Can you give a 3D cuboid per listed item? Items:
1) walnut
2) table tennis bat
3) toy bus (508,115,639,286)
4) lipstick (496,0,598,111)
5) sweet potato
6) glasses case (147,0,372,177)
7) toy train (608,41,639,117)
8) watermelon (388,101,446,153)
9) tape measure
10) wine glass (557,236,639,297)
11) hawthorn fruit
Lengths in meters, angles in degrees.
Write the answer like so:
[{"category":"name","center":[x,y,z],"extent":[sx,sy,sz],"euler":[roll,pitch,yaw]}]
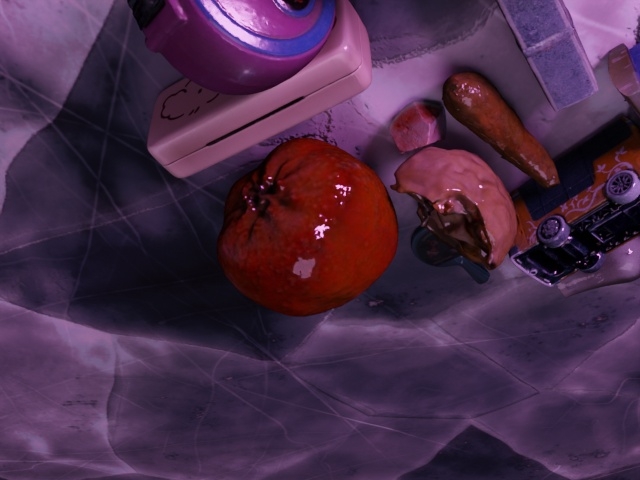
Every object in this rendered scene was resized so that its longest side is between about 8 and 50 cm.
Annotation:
[{"category":"walnut","center":[0.238,-0.058,1.131],"extent":[0.141,0.204,0.238],"euler":[-49,152,0]},{"category":"table tennis bat","center":[0.263,0.025,1.347],"extent":[0.124,0.033,0.201],"euler":[-32,126,32]},{"category":"toy bus","center":[0.444,-0.059,1.153],"extent":[0.138,0.167,0.275],"euler":[30,128,-30]},{"category":"lipstick","center":[0.292,-0.303,0.934],"extent":[0.077,0.076,0.290],"euler":[-23,134,25]},{"category":"sweet potato","center":[0.285,-0.170,1.082],"extent":[0.273,0.075,0.075],"euler":[36,127,-29]},{"category":"glasses case","center":[-0.091,-0.213,0.982],"extent":[0.336,0.144,0.076],"euler":[-23,136,22]},{"category":"toy train","center":[0.574,-0.210,1.008],"extent":[0.202,0.131,0.300],"euler":[-31,130,32]},{"category":"watermelon","center":[0.160,-0.169,1.093],"extent":[0.092,0.072,0.084],"euler":[22,149,-26]},{"category":"tape measure","center":[-0.098,-0.300,0.819],"extent":[0.231,0.245,0.149],"euler":[30,155,-27]},{"category":"wine glass","center":[0.558,0.033,1.309],"extent":[0.231,0.103,0.103],"euler":[-21,135,26]},{"category":"hawthorn fruit","center":[0.000,0.000,1.146],"extent":[0.287,0.287,0.330],"euler":[-26,140,26]}]
